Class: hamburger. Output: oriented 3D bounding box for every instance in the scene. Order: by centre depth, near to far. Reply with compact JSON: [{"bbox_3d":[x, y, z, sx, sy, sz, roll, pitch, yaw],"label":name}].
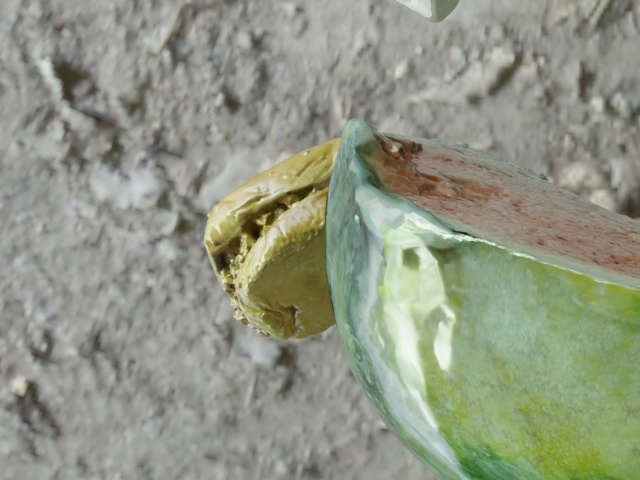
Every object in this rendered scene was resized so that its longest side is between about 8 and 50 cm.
[{"bbox_3d":[0.000,0.000,1.116,0.147,0.083,0.138,-28,149,-2],"label":"hamburger"}]

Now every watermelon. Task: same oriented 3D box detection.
[{"bbox_3d":[0.098,0.032,0.835,0.180,0.305,0.224,-33,125,-17],"label":"watermelon"}]

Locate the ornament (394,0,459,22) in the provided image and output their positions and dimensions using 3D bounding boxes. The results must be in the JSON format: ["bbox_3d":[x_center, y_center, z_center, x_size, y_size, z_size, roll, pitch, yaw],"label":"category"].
[{"bbox_3d":[0.039,-0.319,0.971,0.239,0.240,0.240,34,156,27],"label":"ornament"}]
